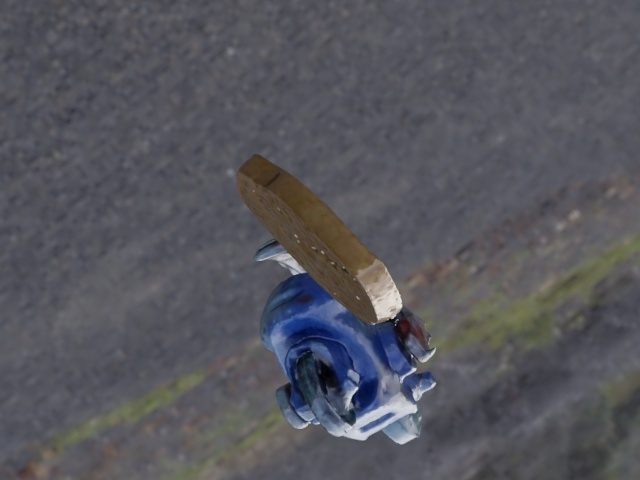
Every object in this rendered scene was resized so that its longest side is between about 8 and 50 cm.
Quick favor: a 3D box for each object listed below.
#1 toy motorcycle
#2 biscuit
[{"bbox_3d":[0.006,0.127,1.950,0.182,0.241,0.319,-55,157,4],"label":"toy motorcycle"},{"bbox_3d":[0.000,0.000,1.235,0.029,0.142,0.220,-41,-156,-9],"label":"biscuit"}]
